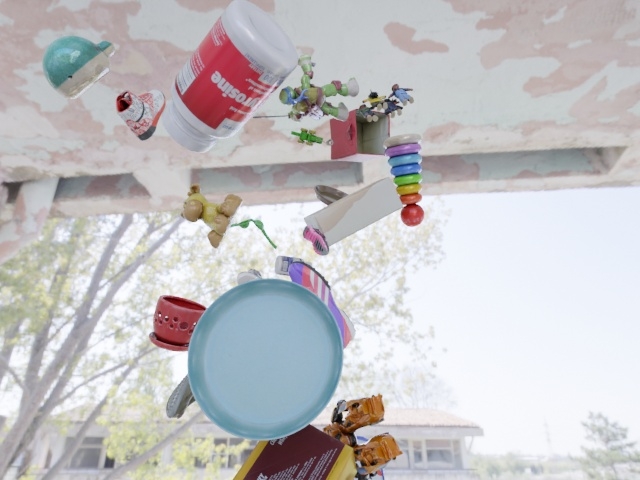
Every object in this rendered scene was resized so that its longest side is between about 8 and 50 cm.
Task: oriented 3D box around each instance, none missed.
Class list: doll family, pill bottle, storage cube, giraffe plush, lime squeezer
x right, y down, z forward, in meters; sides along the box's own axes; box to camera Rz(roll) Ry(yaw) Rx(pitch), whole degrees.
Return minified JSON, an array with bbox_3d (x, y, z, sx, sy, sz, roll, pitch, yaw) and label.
[{"bbox_3d":[0.205,-0.442,1.436,0.192,0.111,0.076,-10,-51,-11],"label":"doll family"},{"bbox_3d":[-0.129,0.127,2.168,0.169,0.094,0.094,9,-27,-18],"label":"pill bottle"},{"bbox_3d":[0.166,-0.444,1.935,0.214,0.184,0.193,-3,2,-32],"label":"storage cube"},{"bbox_3d":[-0.364,-0.093,1.453,0.170,0.182,0.210,27,-1,-9],"label":"giraffe plush"},{"bbox_3d":[-0.273,-0.443,1.284,0.229,0.229,0.407,23,-48,-40],"label":"pill bottle"},{"bbox_3d":[-0.323,-0.050,2.023,0.310,0.059,0.110,15,-69,-29],"label":"lime squeezer"}]

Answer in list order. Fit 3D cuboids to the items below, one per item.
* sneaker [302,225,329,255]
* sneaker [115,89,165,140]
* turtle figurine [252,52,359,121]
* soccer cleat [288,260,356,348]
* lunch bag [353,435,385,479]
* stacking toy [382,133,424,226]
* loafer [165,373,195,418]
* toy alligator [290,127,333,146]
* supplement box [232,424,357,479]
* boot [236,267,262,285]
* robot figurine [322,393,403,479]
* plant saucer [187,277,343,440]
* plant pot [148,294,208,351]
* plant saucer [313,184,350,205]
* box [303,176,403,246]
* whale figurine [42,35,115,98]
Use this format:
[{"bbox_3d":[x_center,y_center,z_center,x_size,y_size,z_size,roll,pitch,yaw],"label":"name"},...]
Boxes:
[{"bbox_3d":[0.000,0.000,1.230,0.057,0.119,0.047,9,-59,-38],"label":"sneaker"},{"bbox_3d":[-0.649,-0.501,1.631,0.090,0.270,0.145,-14,-38,17],"label":"sneaker"},{"bbox_3d":[-0.037,-0.469,1.407,0.266,0.198,0.274,-3,13,-33],"label":"turtle figurine"},{"bbox_3d":[-0.010,0.210,1.402,0.108,0.116,0.318,-25,-78,45],"label":"soccer cleat"},{"bbox_3d":[0.019,0.807,1.410,0.385,0.328,0.239,-7,-52,0],"label":"lunch bag"},{"bbox_3d":[0.312,-0.212,1.642,0.141,0.331,0.141,-7,5,1],"label":"stacking toy"},{"bbox_3d":[-0.341,0.402,1.270,0.087,0.251,0.094,41,-58,-9],"label":"loafer"},{"bbox_3d":[-0.024,-0.375,1.668,0.189,0.056,0.051,21,11,27],"label":"toy alligator"},{"bbox_3d":[-0.052,0.519,0.991,0.194,0.191,0.129,18,-41,27],"label":"supplement box"},{"bbox_3d":[-0.254,0.135,1.615,0.069,0.086,0.190,-31,-31,2],"label":"boot"},{"bbox_3d":[0.091,0.505,1.163,0.084,0.211,0.291,-3,-30,-29],"label":"robot figurine"},{"bbox_3d":[-0.110,0.235,0.923,0.317,0.318,0.044,-2,-23,3],"label":"plant saucer"},{"bbox_3d":[-0.530,0.312,1.681,0.191,0.174,0.191,16,-2,1],"label":"plant pot"},{"bbox_3d":[0.088,-0.216,2.391,0.277,0.278,0.041,13,-66,-25],"label":"plant saucer"},{"bbox_3d":[0.114,-0.097,1.577,0.311,0.121,0.148,-28,6,-18],"label":"box"},{"bbox_3d":[-0.697,-0.521,1.304,0.216,0.272,0.141,-32,-57,13],"label":"whale figurine"}]
